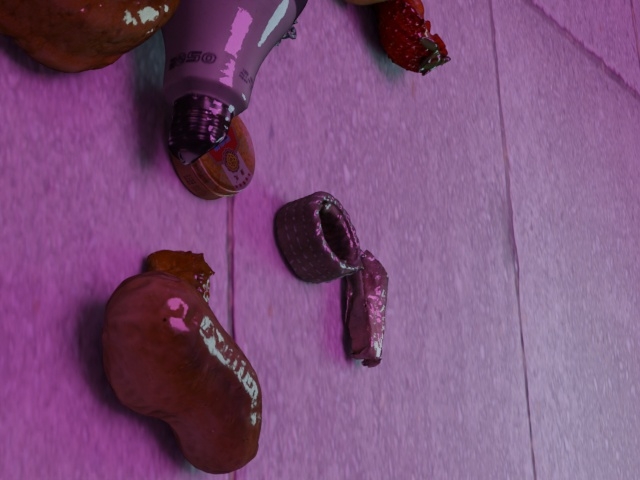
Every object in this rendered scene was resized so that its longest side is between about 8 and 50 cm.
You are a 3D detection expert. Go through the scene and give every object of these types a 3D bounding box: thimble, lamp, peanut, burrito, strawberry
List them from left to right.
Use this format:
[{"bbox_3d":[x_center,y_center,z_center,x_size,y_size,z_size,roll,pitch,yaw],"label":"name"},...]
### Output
[{"bbox_3d":[-0.126,0.130,1.146,0.120,0.110,0.236,-55,133,-37],"label":"peanut"},{"bbox_3d":[-0.089,-0.237,1.261,0.182,0.182,0.314,32,40,-44],"label":"lamp"},{"bbox_3d":[0.000,0.000,1.418,0.110,0.062,0.084,57,36,-23],"label":"thimble"},{"bbox_3d":[0.055,0.079,1.482,0.055,0.041,0.149,18,61,-36],"label":"burrito"},{"bbox_3d":[0.114,-0.310,1.700,0.146,0.082,0.187,52,19,-63],"label":"strawberry"}]

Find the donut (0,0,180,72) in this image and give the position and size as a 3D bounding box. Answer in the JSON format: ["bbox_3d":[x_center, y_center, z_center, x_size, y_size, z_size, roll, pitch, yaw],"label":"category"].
[{"bbox_3d":[-0.243,-0.278,1.132,0.261,0.128,0.209,40,46,-37],"label":"donut"}]

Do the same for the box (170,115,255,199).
[{"bbox_3d":[-0.115,-0.096,1.317,0.105,0.037,0.106,27,56,-48],"label":"box"}]

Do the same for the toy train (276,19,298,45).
[{"bbox_3d":[-0.061,-0.263,1.471,0.083,0.033,0.053,-8,80,-56],"label":"toy train"}]

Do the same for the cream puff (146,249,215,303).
[{"bbox_3d":[-0.138,0.047,1.203,0.083,0.058,0.083,-42,109,-52],"label":"cream puff"}]

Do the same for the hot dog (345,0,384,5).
[{"bbox_3d":[0.053,-0.449,1.619,0.153,0.150,0.257,35,49,-55],"label":"hot dog"}]
